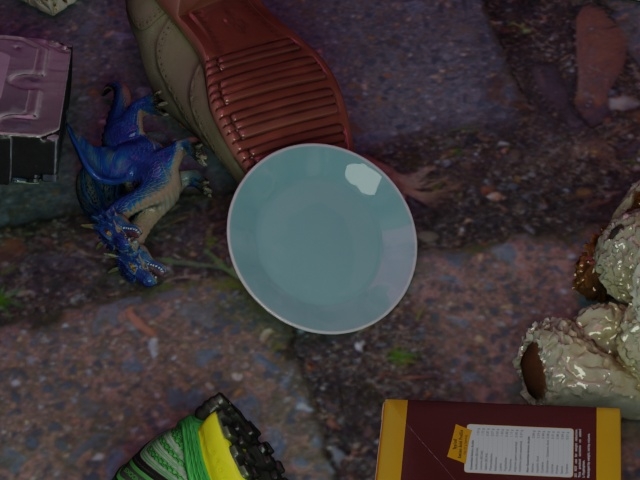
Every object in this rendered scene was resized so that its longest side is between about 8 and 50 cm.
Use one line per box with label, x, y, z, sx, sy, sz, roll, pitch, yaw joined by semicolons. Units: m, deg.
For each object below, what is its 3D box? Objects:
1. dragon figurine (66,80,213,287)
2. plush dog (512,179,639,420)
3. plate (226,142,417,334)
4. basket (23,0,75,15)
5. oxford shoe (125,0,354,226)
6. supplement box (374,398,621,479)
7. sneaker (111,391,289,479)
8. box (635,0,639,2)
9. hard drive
dragon figurine;-0.203;-0.076;1.896;0.144;0.085;0.289;-24;50;-18
plush dog;0.313;0.037;1.675;0.210;0.262;0.225;20;52;-22
plate;0.000;0.000;1.801;0.188;0.024;0.188;6;71;-17
basket;-0.327;-0.342;2.149;0.167;0.113;0.103;28;56;29
oxford shoe;-0.085;-0.149;1.942;0.140;0.146;0.397;-11;61;-30
supplement box;0.140;0.243;1.524;0.194;0.129;0.191;2;46;7
sneaker;-0.067;0.295;1.518;0.146;0.134;0.344;-33;51;10
box;0.371;-0.394;2.115;0.163;0.142;0.247;15;49;19
hard drive;-0.421;-0.141;1.899;0.338;0.064;0.237;5;29;-5
